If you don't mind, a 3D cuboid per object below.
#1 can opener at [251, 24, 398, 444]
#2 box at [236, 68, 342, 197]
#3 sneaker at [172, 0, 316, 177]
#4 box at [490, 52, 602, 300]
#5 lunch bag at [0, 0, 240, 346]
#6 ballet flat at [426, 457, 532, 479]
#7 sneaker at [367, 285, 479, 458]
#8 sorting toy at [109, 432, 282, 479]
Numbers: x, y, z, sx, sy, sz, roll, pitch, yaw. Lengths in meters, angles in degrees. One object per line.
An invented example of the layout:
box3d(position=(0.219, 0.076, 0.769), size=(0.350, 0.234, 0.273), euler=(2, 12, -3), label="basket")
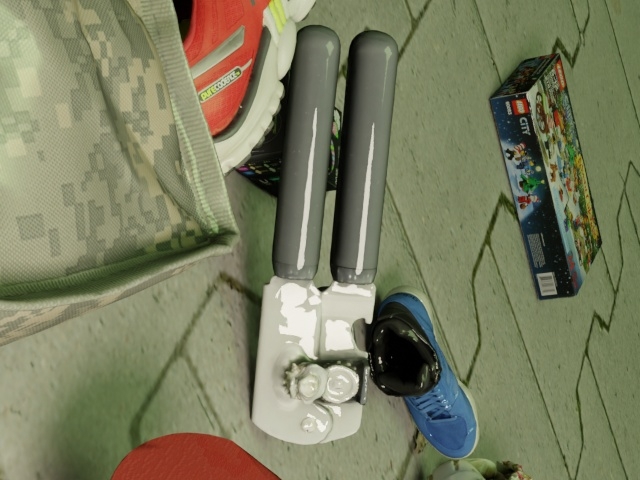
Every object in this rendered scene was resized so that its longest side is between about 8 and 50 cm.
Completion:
box3d(position=(0.000, 0.000, 0.947), size=(0.093, 0.074, 0.280), euler=(-111, -154, -73), label="can opener")
box3d(position=(-0.026, -0.072, 0.994), size=(0.083, 0.052, 0.062), euler=(33, 54, -57), label="box")
box3d(position=(-0.069, -0.162, 0.881), size=(0.118, 0.107, 0.279), euler=(44, 40, -36), label="sneaker")
box3d(position=(0.251, -0.072, 1.593), size=(0.159, 0.044, 0.233), euler=(-46, 124, -59), label="box")
box3d(position=(-0.198, -0.024, 0.388), size=(0.287, 0.235, 0.169), euler=(-18, 93, -66), label="lunch bag")
box3d(position=(0.125, 0.221, 1.215), size=(0.077, 0.091, 0.241), euler=(63, 14, 18), label="ballet flat")
box3d(position=(0.080, 0.118, 1.151), size=(0.084, 0.058, 0.152), euler=(-49, 123, -65), label="sneaker")
box3d(position=(-0.121, 0.247, 0.651), size=(0.127, 0.126, 0.365), euler=(36, 41, -3), label="sorting toy")
